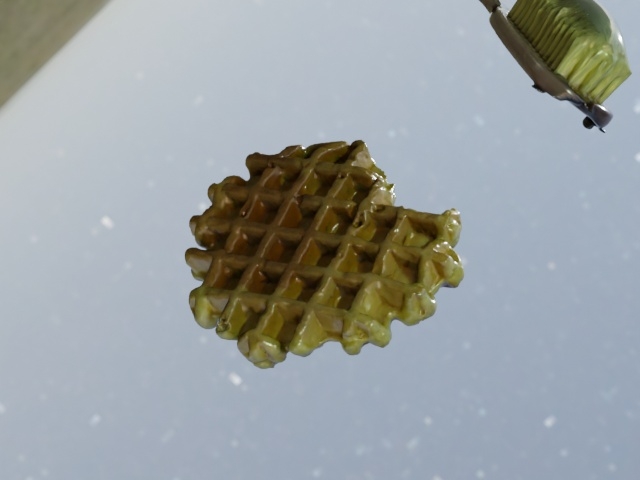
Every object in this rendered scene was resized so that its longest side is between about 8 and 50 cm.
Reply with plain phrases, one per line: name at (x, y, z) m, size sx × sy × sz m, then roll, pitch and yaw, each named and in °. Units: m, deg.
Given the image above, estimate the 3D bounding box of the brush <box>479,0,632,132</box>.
brush at (0.151, -0.164, 1.203) m, size 0.067 × 0.072 × 0.313 m, roll -48°, pitch -156°, yaw 12°

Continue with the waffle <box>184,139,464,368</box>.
waffle at (0.000, -0.001, 1.479) m, size 0.249 × 0.056 × 0.253 m, roll -18°, pitch -135°, yaw 10°
